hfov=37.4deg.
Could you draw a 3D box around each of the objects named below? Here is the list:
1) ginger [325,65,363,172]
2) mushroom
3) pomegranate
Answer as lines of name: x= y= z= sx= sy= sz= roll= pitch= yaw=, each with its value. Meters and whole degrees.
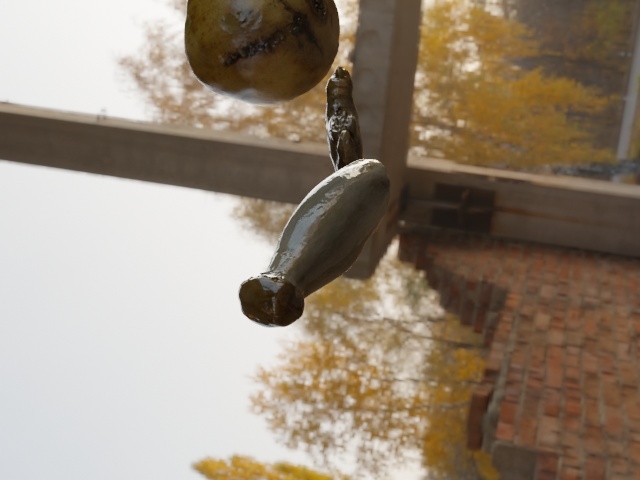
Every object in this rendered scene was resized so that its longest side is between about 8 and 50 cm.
ginger: x=0.049 y=-0.222 z=2.034 sx=0.166 sy=0.080 sz=0.332 roll=70 pitch=-165 yaw=-60
mushroom: x=0.000 y=0.000 z=1.434 sx=0.350 sy=0.128 sz=0.128 roll=-51 pitch=-30 yaw=-38
pomegranate: x=-0.094 y=-0.349 z=1.537 sx=0.260 sy=0.261 sz=0.260 roll=9 pitch=-90 yaw=-76
